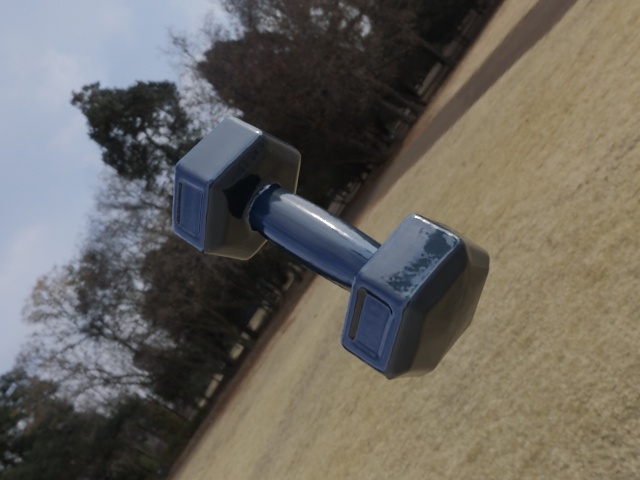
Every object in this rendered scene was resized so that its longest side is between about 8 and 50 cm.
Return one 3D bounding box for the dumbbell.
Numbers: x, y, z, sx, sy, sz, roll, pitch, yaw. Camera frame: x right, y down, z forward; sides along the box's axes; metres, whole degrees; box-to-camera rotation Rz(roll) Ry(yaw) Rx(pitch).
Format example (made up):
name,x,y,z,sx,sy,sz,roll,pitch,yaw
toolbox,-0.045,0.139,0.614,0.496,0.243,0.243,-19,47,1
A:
name,x,y,z,sx,sy,sz,roll,pitch,yaw
dumbbell,0.001,0.000,0.663,0.156,0.316,0.144,16,-77,-60
